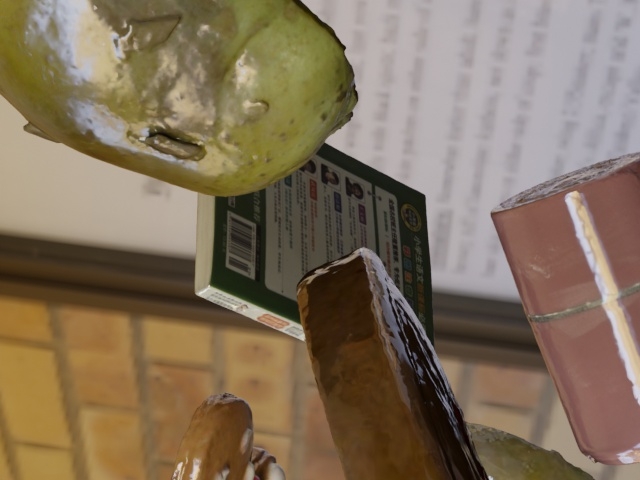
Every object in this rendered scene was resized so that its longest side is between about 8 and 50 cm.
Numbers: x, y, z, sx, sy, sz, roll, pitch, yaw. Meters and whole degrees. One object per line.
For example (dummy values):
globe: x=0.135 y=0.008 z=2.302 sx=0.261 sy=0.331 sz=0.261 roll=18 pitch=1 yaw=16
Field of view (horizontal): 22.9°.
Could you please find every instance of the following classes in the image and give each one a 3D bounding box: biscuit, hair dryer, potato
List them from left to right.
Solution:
potato: x=-0.111 y=-0.101 z=0.875 sx=0.111 sy=0.272 sz=0.160 roll=-62 pitch=17 yaw=-20
biscuit: x=-0.085 y=0.280 z=1.394 sx=0.216 sy=0.047 sz=0.339 roll=-52 pitch=-29 yaw=-54
biscuit: x=0.074 y=0.183 z=0.846 sx=0.359 sy=0.074 sz=0.381 roll=-101 pitch=-12 yaw=-63
hair dryer: x=0.321 y=0.016 z=1.142 sx=0.210 sy=0.353 sz=0.125 roll=69 pitch=-162 yaw=-3

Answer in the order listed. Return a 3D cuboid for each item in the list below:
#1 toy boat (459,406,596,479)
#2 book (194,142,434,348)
toy boat: x=0.193 y=0.329 z=1.384 sx=0.111 sy=0.276 sz=0.293 roll=-52 pitch=-19 yaw=-67
book: x=0.000 y=0.000 z=1.376 sx=0.027 sy=0.264 sz=0.202 roll=-29 pitch=49 yaw=37
